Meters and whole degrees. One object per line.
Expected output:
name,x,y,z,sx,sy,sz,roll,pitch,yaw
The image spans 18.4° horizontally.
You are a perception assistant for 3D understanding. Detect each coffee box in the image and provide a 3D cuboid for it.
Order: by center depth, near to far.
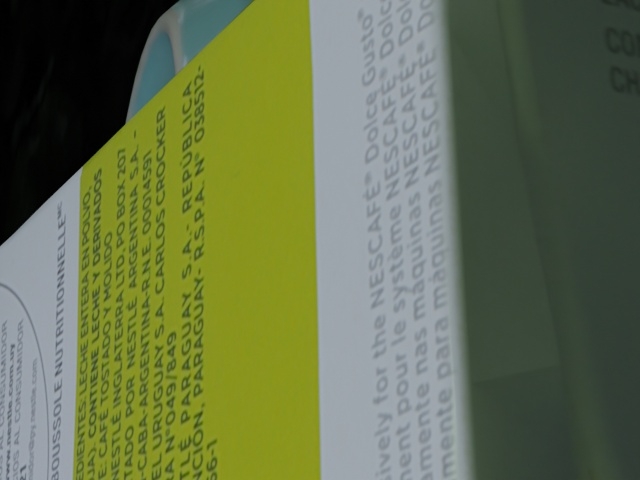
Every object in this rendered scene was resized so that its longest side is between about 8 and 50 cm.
coffee box,0.089,0.157,0.497,0.334,0.337,0.338,-36,51,54

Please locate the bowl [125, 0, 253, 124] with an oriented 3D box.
bowl,0.000,0.000,0.857,0.311,0.163,0.312,-174,90,-76
